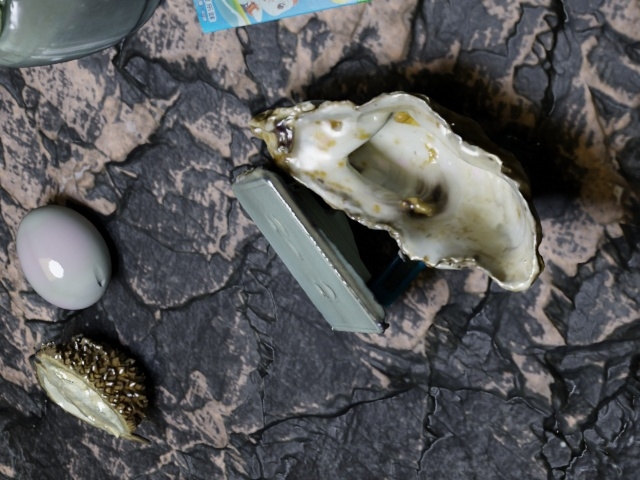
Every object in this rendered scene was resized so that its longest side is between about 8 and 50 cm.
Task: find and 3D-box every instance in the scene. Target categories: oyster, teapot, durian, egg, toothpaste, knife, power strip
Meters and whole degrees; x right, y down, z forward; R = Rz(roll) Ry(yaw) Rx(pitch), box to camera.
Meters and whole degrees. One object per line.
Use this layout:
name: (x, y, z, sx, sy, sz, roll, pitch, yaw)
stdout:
oyster: (0.080, -0.064, 1.393, 0.341, 0.110, 0.166, 13, 107, 40)
teapot: (-0.346, -0.291, 1.487, 0.321, 0.239, 0.240, 18, 125, 28)
durian: (-0.272, 0.184, 1.839, 0.188, 0.091, 0.148, 49, 146, -5)
egg: (-0.309, 0.019, 1.748, 0.103, 0.103, 0.135, -28, 96, 43)
toothpaste: (-0.012, -0.255, 1.397, 0.266, 0.050, 0.065, -4, 112, 37)
knife: (0.128, -0.016, 1.465, 0.044, 0.026, 0.296, 35, 133, -3)
power strip: (0.000, 0.000, 1.522, 0.213, 0.064, 0.198, 54, 169, -8)
